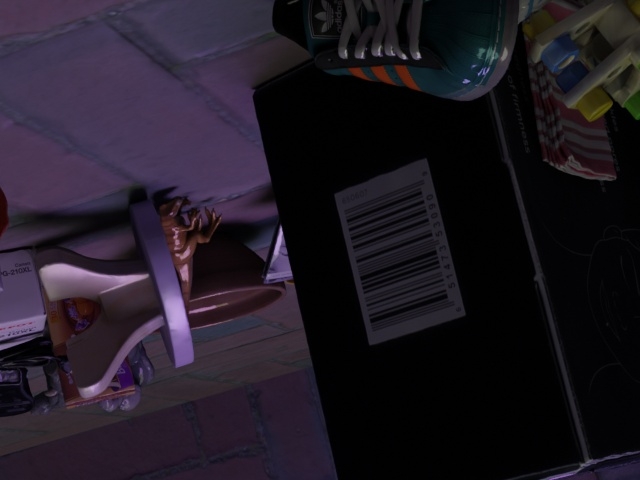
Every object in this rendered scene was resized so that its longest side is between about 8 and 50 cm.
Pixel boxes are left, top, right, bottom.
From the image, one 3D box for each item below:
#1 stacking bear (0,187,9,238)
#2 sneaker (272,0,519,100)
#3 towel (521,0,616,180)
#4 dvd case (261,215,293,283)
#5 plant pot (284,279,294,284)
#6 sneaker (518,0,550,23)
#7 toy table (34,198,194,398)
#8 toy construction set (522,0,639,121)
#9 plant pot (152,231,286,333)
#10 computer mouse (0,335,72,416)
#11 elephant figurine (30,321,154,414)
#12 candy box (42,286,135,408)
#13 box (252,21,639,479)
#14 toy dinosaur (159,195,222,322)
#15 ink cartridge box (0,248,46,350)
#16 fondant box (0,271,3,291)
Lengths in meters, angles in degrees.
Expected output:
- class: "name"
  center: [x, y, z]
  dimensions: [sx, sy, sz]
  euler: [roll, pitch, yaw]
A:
- class: "stacking bear"
  center: [-0.440, -0.049, 1.223]
  dimensions: [0.289, 0.175, 0.164]
  euler: [-15, 172, 37]
- class: "sneaker"
  center: [0.052, -0.176, 1.145]
  dimensions: [0.121, 0.108, 0.302]
  euler: [3, -174, -23]
- class: "towel"
  center: [0.253, -0.161, 1.381]
  dimensions: [0.029, 0.197, 0.144]
  euler: [-13, 169, 32]
- class: "dvd case"
  center: [0.017, -0.032, 1.864]
  dimensions: [0.164, 0.018, 0.221]
  euler: [-8, 139, -26]
- class: "plant pot"
  center: [0.000, 0.000, 2.027]
  dimensions: [0.134, 0.095, 0.134]
  euler: [-14, 167, -3]
- class: "sneaker"
  center: [0.204, -0.259, 1.238]
  dimensions: [0.083, 0.071, 0.191]
  euler: [-25, 173, -3]
- class: "toy table"
  center: [-0.270, 0.078, 1.798]
  dimensions: [0.161, 0.252, 0.274]
  euler: [-18, 129, -10]
- class: "toy construction set"
  center: [0.356, -0.231, 1.272]
  dimensions: [0.327, 0.151, 0.215]
  euler: [-25, 167, 16]
- class: "plant pot"
  center: [-0.176, 0.057, 2.047]
  dimensions: [0.237, 0.110, 0.237]
  euler: [-13, 167, -3]
- class: "computer mouse"
  center: [-0.441, 0.191, 2.009]
  dimensions: [0.184, 0.060, 0.262]
  euler: [-10, 158, -2]
- class: "elephant figurine"
  center: [-0.417, 0.203, 2.346]
  dimensions: [0.239, 0.186, 0.169]
  euler: [7, 146, 39]
- class: "candy box"
  center: [-0.354, 0.153, 2.086]
  dimensions: [0.109, 0.187, 0.053]
  euler: [-12, 166, -11]
- class: "box"
  center: [0.215, 0.031, 1.534]
  dimensions: [0.297, 0.480, 0.472]
  euler: [-21, 165, 34]
- class: "toy dinosaur"
  center: [-0.184, 0.012, 1.831]
  dimensions: [0.064, 0.211, 0.112]
  euler: [18, -133, 29]
- class: "ink cartridge box"
  center: [-0.480, 0.101, 1.920]
  dimensions: [0.172, 0.100, 0.237]
  euler: [-11, 167, -16]
- class: "fondant box"
  center: [-0.562, 0.036, 1.568]
  dimensions: [0.330, 0.096, 0.238]
  euler: [-16, 167, 1]
